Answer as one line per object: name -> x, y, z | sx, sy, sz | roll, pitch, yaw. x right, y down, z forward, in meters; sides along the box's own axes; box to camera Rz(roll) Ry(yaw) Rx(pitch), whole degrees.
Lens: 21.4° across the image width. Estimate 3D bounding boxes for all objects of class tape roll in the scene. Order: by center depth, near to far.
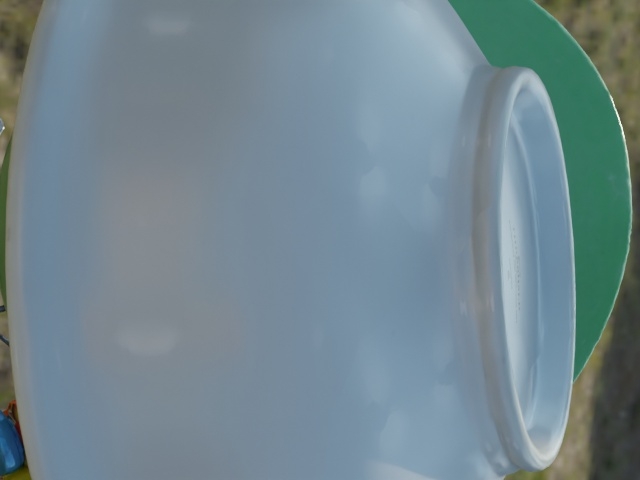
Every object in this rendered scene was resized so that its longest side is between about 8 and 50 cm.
tape roll -> 0.000, 0.000, 0.865 | 0.321, 0.077, 0.321 | -8, 116, -16

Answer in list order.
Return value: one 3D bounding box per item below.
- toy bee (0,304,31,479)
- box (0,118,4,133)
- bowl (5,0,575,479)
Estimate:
toy bee -> -0.241, 0.181, 1.475 | 0.195, 0.162, 0.298 | -41, 147, -13
box -> -0.469, -0.063, 1.735 | 0.322, 0.079, 0.257 | -61, 160, -18
bowl -> 0.015, 0.012, 0.613 | 0.298, 0.134, 0.297 | -3, 90, -72
